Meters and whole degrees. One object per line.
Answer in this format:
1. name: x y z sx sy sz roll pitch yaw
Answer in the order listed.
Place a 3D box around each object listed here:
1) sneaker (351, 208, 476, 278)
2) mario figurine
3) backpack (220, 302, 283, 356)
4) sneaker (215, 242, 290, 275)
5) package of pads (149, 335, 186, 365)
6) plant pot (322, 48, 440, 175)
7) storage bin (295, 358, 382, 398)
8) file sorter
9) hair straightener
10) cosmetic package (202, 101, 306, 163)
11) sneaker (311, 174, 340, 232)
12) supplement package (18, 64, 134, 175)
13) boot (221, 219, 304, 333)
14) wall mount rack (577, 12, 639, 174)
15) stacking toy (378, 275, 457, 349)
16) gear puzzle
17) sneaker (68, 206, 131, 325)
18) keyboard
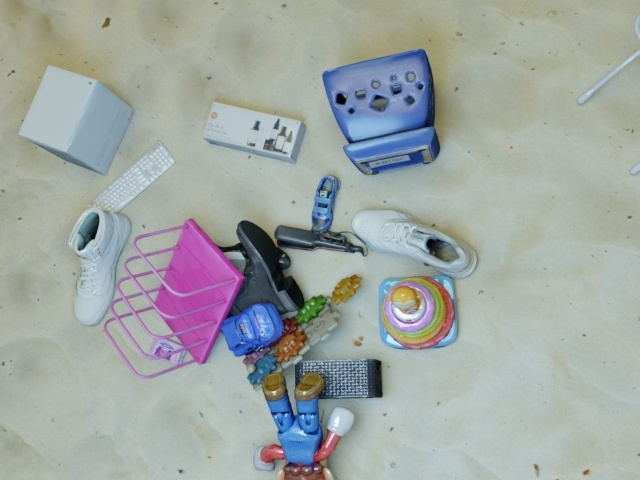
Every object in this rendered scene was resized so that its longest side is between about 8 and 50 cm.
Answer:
1. sneaker: 0.206 -0.009 1.717 0.297 0.129 0.110 18 85 17
2. mario figurine: -0.041 0.423 1.649 0.198 0.170 0.320 17 121 44
3. backpack: -0.147 0.195 1.675 0.120 0.101 0.097 -27 82 18
4. sneaker: -0.203 0.063 1.825 0.272 0.100 0.107 -3 103 9
5. package of pads: -0.365 0.265 1.843 0.083 0.032 0.050 18 82 16
6. plant pot: 0.151 -0.275 1.736 0.236 0.236 0.212 -11 82 10
7. storage bin: 0.041 0.308 1.693 0.180 0.122 0.084 -3 78 13
8. file sorter: -0.340 0.137 1.704 0.202 0.182 0.290 46 129 25
9. hair straightener: 0.000 0.000 1.782 0.231 0.089 0.047 13 65 16
10. cosmetic package: -0.164 -0.267 1.891 0.239 0.060 0.098 14 81 15
11. sneaker: 0.007 -0.090 1.816 0.053 0.059 0.144 10 82 13
12. supplement package: -0.608 -0.298 1.927 0.149 0.203 0.194 20 83 16
13. boot: -0.185 0.106 1.746 0.229 0.091 0.262 -26 100 24
14. wall mount rack: 0.756 -0.322 1.661 0.304 0.130 0.350 -31 73 2
15. stacking toy: 0.191 0.138 1.599 0.175 0.302 0.165 -4 78 12
16. gear puzzle: -0.041 0.189 1.720 0.339 0.175 0.044 -40 113 3
17. sneaker: -0.566 0.061 1.862 0.108 0.169 0.292 12 84 13
18. keyboard: -0.487 -0.145 1.966 0.256 0.014 0.072 -41 73 3
